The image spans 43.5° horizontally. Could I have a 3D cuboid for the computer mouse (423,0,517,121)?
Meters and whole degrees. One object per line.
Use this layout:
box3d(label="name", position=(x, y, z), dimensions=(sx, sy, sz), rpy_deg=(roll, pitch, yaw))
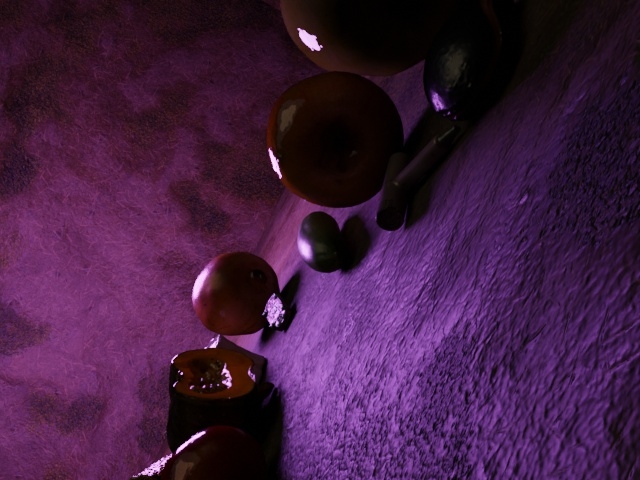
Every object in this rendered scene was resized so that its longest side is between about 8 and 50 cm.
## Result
box3d(label="computer mouse", position=(0.250, -0.328, 1.360), dimensions=(0.183, 0.116, 0.323), rpy_deg=(-50, 14, 37))

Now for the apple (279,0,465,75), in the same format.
box3d(label="apple", position=(0.124, -0.604, 1.899), dimensions=(0.474, 0.473, 0.474), rpy_deg=(-60, 9, 16))

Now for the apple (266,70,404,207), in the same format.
box3d(label="apple", position=(0.029, -0.220, 1.716), dimensions=(0.299, 0.299, 0.275), rpy_deg=(-60, 19, 18))

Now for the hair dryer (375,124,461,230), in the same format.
box3d(label="hair dryer", position=(0.178, -0.149, 1.429), dimensions=(0.220, 0.053, 0.195), rpy_deg=(-55, 11, 36))

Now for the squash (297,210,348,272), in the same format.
box3d(label="squash", position=(0.000, 0.000, 1.850), dimensions=(0.107, 0.107, 0.395), rpy_deg=(-61, 10, 10))

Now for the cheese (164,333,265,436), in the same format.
box3d(label="cheese", position=(-0.283, 0.412, 2.094), dimensions=(0.292, 0.153, 0.332), rpy_deg=(-67, 8, -28))

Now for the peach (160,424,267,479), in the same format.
box3d(label="peach", position=(-0.187, 0.418, 1.405), dimensions=(0.190, 0.190, 0.192), rpy_deg=(-60, 23, 14))

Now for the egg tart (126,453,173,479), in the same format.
box3d(label="egg tart", position=(-0.331, 0.571, 1.761), dimensions=(0.215, 0.215, 0.171), rpy_deg=(-59, -2, 24))

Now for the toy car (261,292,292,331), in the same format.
box3d(label="toy car", position=(-0.107, 0.187, 2.081), dimensions=(0.069, 0.055, 0.142), rpy_deg=(-62, 22, 6))

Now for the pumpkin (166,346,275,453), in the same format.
box3d(label="pumpkin", position=(-0.219, 0.382, 1.770), dimensions=(0.325, 0.241, 0.232), rpy_deg=(-120, 28, -75))

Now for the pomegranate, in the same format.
box3d(label="pomegranate", position=(-0.238, 0.157, 2.355), dimensions=(0.264, 0.264, 0.264), rpy_deg=(-60, 9, 16))
